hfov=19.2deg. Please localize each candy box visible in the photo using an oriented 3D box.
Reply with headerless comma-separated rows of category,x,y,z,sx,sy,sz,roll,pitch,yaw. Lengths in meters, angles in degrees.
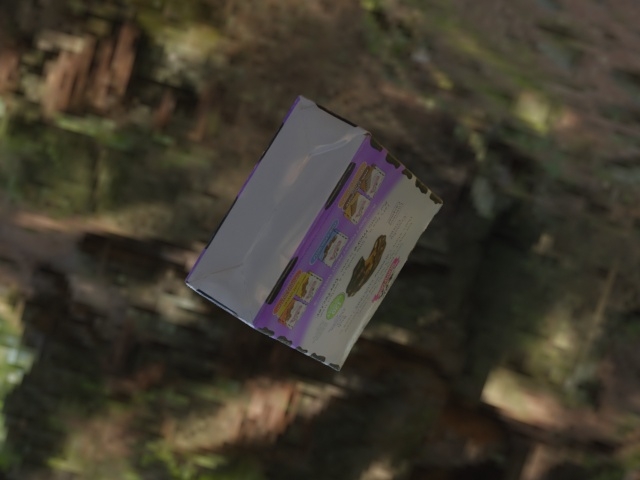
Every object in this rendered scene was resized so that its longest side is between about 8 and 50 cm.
candy box,0.000,0.000,1.453,0.070,0.165,0.196,31,178,24
